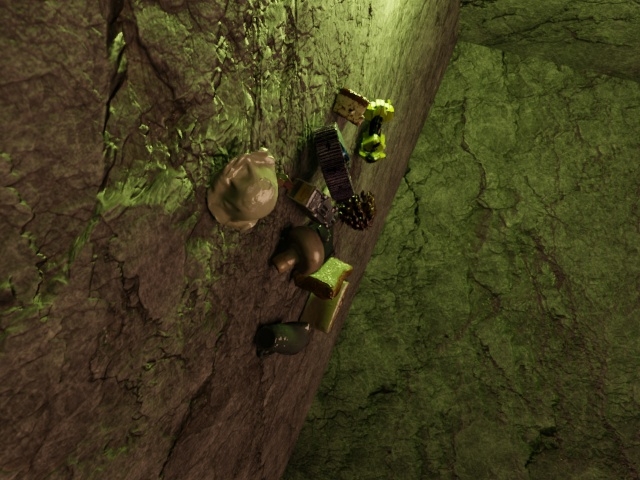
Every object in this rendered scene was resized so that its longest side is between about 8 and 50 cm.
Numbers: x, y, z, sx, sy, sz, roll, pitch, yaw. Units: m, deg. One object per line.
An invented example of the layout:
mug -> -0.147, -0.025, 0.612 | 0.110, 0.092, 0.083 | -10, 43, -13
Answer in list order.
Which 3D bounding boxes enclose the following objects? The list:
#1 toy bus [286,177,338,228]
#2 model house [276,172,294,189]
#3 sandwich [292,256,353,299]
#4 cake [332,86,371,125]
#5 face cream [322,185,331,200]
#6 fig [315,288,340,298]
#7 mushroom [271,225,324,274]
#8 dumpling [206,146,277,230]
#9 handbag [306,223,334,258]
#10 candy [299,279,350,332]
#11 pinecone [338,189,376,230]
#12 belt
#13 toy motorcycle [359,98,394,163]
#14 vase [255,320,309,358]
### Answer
toy bus -> -0.024, -0.136, 1.799 | 0.097, 0.138, 0.342 | -61, 162, -4
model house -> -0.129, -0.196, 1.532 | 0.057, 0.058, 0.083 | -65, 164, -10
sandwich -> 0.009, 0.155, 2.121 | 0.251, 0.226, 0.087 | -43, 147, -58
cake -> 0.111, -0.563, 1.866 | 0.112, 0.135, 0.246 | -61, -164, 18
face cream -> 0.058, -0.247, 2.074 | 0.182, 0.051, 0.072 | -56, 156, -39
fig -> 0.012, 0.204, 2.303 | 0.205, 0.205, 0.205 | -57, 160, -33
mushroom -> -0.088, 0.044, 1.813 | 0.206, 0.209, 0.206 | -7, 90, -84
dumpling -> -0.214, -0.132, 1.230 | 0.193, 0.147, 0.258 | -10, 133, -35
handbag -> 0.000, 0.000, 2.093 | 0.254, 0.089, 0.210 | -36, 125, -57
candy -> 0.026, 0.343, 2.501 | 0.320, 0.180, 0.135 | -66, 165, -4
pinecone -> 0.192, -0.154, 2.365 | 0.221, 0.222, 0.221 | -57, 160, -33
belt -> 0.050, -0.297, 1.716 | 0.324, 0.122, 0.260 | 63, 15, -57
toy motorcycle -> 0.262, -0.520, 2.232 | 0.206, 0.143, 0.342 | -109, -158, -50
vase -> -0.192, 0.450, 2.042 | 0.251, 0.156, 0.301 | -43, 158, 5
